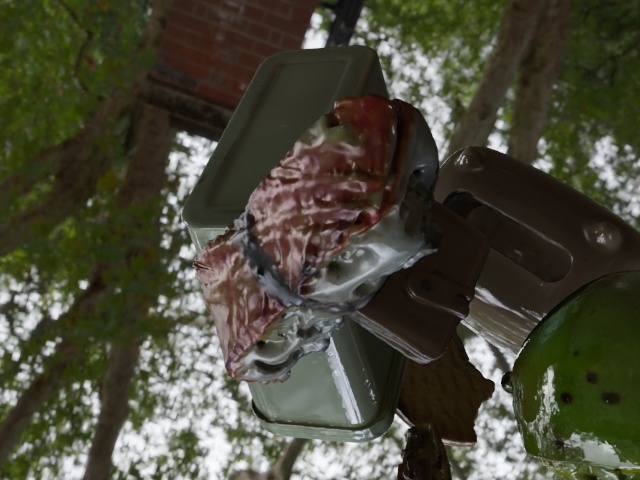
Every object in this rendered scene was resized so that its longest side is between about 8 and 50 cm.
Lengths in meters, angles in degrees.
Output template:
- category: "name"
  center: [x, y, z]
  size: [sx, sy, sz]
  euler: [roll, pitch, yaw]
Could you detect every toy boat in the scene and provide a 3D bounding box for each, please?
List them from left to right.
- category: "toy boat"
  center: [0.116, 0.290, 1.081]
  size: [0.064, 0.072, 0.206]
  euler: [-17, -150, 18]

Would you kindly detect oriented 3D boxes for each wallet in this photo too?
- category: "wallet"
  center: [0.093, 0.031, 0.898]
  size: [0.118, 0.039, 0.153]
  euler: [32, -121, -5]

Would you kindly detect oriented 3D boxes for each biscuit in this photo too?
- category: "biscuit"
  center: [0.153, 0.159, 1.291]
  size: [0.176, 0.031, 0.228]
  euler: [13, -115, -3]

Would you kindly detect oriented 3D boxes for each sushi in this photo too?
- category: "sushi"
  center: [-0.005, 0.010, 0.785]
  size: [0.130, 0.332, 0.124]
  euler: [1, -123, -41]

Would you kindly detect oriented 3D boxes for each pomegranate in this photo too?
- category: "pomegranate"
  center: [0.349, 0.148, 0.943]
  size: [0.340, 0.260, 0.260]
  euler: [-12, -164, 18]

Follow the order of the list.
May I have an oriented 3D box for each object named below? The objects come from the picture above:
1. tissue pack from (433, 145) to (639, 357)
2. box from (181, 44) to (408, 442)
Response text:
- category: "tissue pack"
  center: [0.314, 0.028, 1.486]
  size: [0.387, 0.267, 0.277]
  euler: [35, 175, 30]
- category: "box"
  center: [0.000, 0.000, 1.148]
  size: [0.177, 0.344, 0.352]
  euler: [0, -137, 21]
